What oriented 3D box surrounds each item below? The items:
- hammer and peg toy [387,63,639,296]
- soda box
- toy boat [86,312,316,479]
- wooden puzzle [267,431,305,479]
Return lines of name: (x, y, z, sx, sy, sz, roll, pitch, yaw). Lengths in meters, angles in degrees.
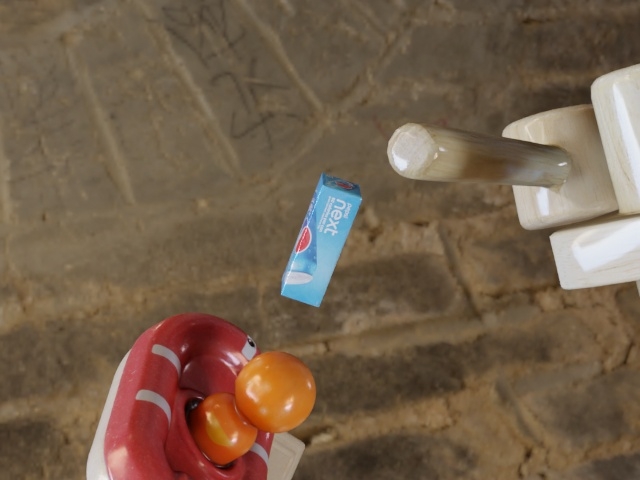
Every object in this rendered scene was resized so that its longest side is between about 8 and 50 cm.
hammer and peg toy: (0.208, -0.021, 0.412, 0.361, 0.128, 0.266, -13, -178, 41)
soda box: (0.000, 0.000, 1.743, 0.071, 0.210, 0.067, 18, -160, -8)
toy boat: (-0.069, 0.135, 0.776, 0.151, 0.151, 0.231, 50, -164, -21)
wooden puzzle: (-0.110, 0.276, 1.051, 0.044, 0.239, 0.221, 17, -107, 27)
